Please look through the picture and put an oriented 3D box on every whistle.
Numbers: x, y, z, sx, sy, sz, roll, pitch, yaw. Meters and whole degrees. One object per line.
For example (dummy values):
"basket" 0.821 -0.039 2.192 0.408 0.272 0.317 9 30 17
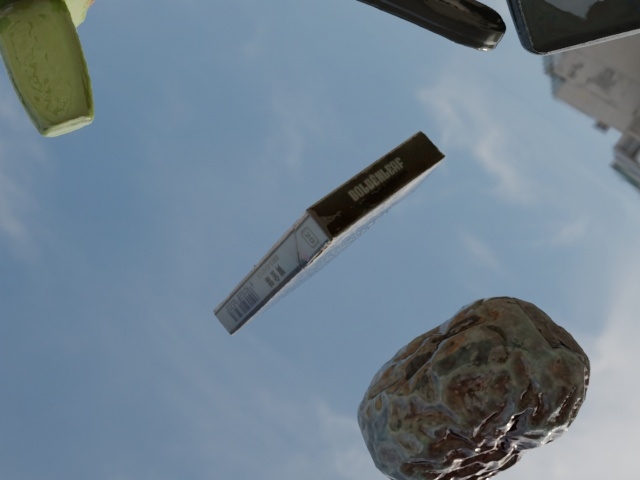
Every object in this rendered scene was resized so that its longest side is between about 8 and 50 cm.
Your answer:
"whistle" -0.235 -0.212 0.802 0.131 0.106 0.288 -20 -99 -7

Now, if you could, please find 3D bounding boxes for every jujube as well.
"jujube" 0.201 0.212 1.424 0.226 0.317 0.226 44 -160 -20

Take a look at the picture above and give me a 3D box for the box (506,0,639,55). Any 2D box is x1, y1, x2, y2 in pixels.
"box" 0.276 -0.269 1.033 0.144 0.201 0.090 58 -153 -49

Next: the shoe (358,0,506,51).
"shoe" 0.069 -0.259 0.964 0.241 0.093 0.108 23 -156 -6

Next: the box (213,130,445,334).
"box" -0.001 0.000 1.215 0.180 0.325 0.047 -35 -94 -32
